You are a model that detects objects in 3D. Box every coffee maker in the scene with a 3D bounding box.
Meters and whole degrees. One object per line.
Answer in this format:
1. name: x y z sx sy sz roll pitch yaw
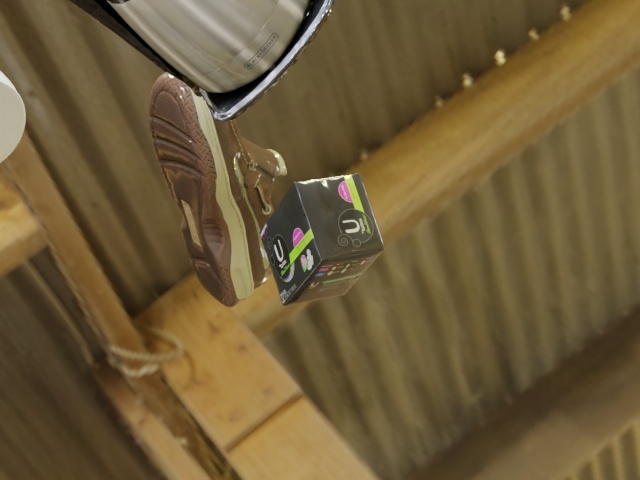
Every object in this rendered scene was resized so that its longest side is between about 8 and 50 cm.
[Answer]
1. coffee maker: -0.105 -0.163 0.757 0.178 0.171 0.120 36 -101 -34

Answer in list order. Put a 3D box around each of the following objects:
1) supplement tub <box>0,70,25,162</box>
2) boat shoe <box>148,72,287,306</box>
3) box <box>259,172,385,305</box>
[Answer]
1. supplement tub: -0.239 -0.095 0.907 0.071 0.107 0.071 -22 -48 -27
2. boat shoe: -0.081 -0.060 1.260 0.095 0.095 0.257 -33 -38 -23
3. box: 0.000 0.000 1.004 0.052 0.062 0.083 -10 -21 -25
